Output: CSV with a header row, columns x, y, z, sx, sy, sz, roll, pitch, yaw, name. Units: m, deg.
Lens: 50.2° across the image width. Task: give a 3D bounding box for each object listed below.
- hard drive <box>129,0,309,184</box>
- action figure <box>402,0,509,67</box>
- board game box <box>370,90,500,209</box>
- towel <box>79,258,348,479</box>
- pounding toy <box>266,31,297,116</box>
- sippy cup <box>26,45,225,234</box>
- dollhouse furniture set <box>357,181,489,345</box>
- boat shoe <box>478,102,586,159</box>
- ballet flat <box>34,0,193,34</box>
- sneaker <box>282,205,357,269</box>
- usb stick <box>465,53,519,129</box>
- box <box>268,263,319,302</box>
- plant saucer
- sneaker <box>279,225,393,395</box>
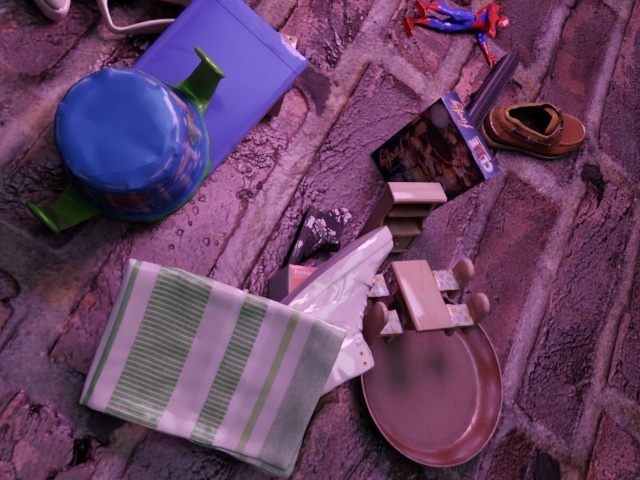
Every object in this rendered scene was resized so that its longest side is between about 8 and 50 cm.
x,y,z,sx,sy,sz,roll,pitch,yaw,name
-0.202,-0.247,1.136,0.210,0.040,0.319,41,85,-7,hard drive
0.337,-0.472,1.555,0.280,0.091,0.139,-12,72,-29,action figure
0.207,-0.147,1.277,0.042,0.243,0.165,-26,85,-32,board game box
-0.156,0.183,0.975,0.324,0.038,0.248,21,98,-3,towel
-0.081,-0.305,1.259,0.100,0.141,0.130,12,74,-8,pounding toy
-0.278,-0.145,0.991,0.239,0.224,0.306,10,88,-9,sippy cup
0.170,0.040,1.197,0.212,0.161,0.242,-2,55,-24,dollhouse furniture set
0.506,-0.253,1.553,0.307,0.104,0.111,-5,75,-28,boat shoe
-0.366,-0.446,1.151,0.482,0.164,0.182,2,98,-27,ballet flat
-0.001,0.001,1.229,0.089,0.051,0.170,28,58,-11,sneaker
0.366,-0.317,1.518,0.045,0.077,0.278,38,60,-5,usb stick
-0.013,0.139,1.151,0.130,0.091,0.171,8,69,-25,box
0.198,0.252,1.247,0.310,0.050,0.311,9,69,-24,plant saucer
0.042,0.119,1.077,0.292,0.108,0.169,-41,95,-21,sneaker
